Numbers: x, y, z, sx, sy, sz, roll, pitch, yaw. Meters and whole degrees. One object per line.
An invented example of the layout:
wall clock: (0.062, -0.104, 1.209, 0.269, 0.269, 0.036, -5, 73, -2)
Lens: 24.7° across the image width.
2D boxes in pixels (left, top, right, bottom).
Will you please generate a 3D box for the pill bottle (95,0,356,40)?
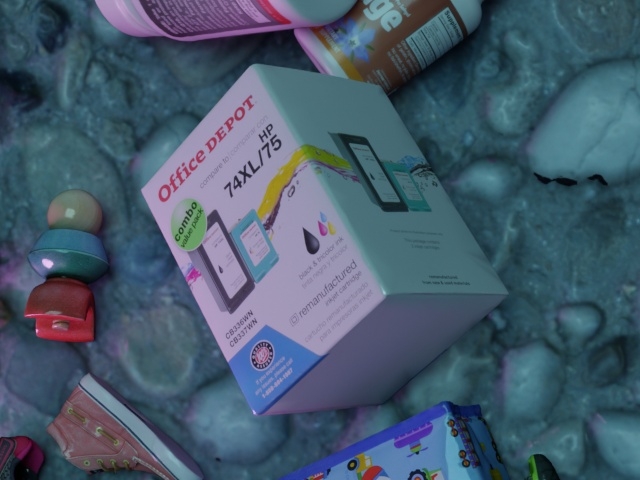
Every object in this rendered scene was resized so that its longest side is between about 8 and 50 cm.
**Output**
pill bottle: (-0.103, -0.292, 1.519, 0.283, 0.161, 0.161, 1, 74, 43)

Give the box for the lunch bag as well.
lunch bag: (0.050, 0.313, 1.411, 0.293, 0.138, 0.221, -25, 74, 15)

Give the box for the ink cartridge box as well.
ink cartridge box: (0.000, 0.000, 1.410, 0.198, 0.197, 0.270, -45, 61, 30)

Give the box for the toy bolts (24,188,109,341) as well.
toy bolts: (-0.337, 0.004, 1.540, 0.228, 0.218, 0.158, 6, 70, -5)

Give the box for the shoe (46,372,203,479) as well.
shoe: (-0.205, 0.220, 1.517, 0.178, 0.063, 0.081, 37, 88, 24)

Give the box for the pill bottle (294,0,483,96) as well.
pill bottle: (0.089, -0.241, 1.536, 0.216, 0.121, 0.121, -38, 71, 1)

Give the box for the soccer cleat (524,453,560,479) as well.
soccer cleat: (0.250, 0.286, 1.404, 0.072, 0.060, 0.179, -19, 79, -3)

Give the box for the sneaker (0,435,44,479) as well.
sneaker: (-0.303, 0.331, 1.466, 0.112, 0.121, 0.299, -26, 63, 0)
